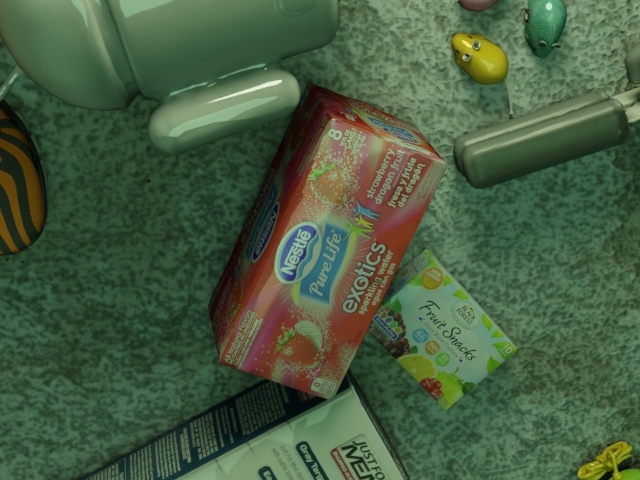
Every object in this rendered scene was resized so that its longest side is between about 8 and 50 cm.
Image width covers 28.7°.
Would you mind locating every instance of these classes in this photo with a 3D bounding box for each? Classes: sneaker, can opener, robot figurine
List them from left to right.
[{"bbox_3d":[-0.332,-0.105,1.042,0.125,0.180,0.321,-25,113,0],"label":"sneaker"},{"bbox_3d":[-0.118,-0.227,1.022,0.354,0.200,0.299,-18,85,-3],"label":"robot figurine"},{"bbox_3d":[0.261,-0.130,1.200,0.280,0.074,0.093,-22,108,1],"label":"can opener"}]

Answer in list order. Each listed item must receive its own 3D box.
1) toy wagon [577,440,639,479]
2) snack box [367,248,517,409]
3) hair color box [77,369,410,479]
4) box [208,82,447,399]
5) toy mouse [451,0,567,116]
[{"bbox_3d":[0.394,0.383,1.395,0.267,0.068,0.344,-33,106,-9],"label":"toy wagon"},{"bbox_3d":[0.118,0.092,1.278,0.100,0.037,0.141,-42,112,6],"label":"snack box"},{"bbox_3d":[-0.092,0.271,1.273,0.347,0.105,0.174,-28,113,2],"label":"hair color box"},{"bbox_3d":[0.000,0.000,1.172,0.123,0.128,0.256,20,107,-17],"label":"box"},{"bbox_3d":[0.182,-0.214,1.172,0.161,0.031,0.143,40,100,-21],"label":"toy mouse"}]
